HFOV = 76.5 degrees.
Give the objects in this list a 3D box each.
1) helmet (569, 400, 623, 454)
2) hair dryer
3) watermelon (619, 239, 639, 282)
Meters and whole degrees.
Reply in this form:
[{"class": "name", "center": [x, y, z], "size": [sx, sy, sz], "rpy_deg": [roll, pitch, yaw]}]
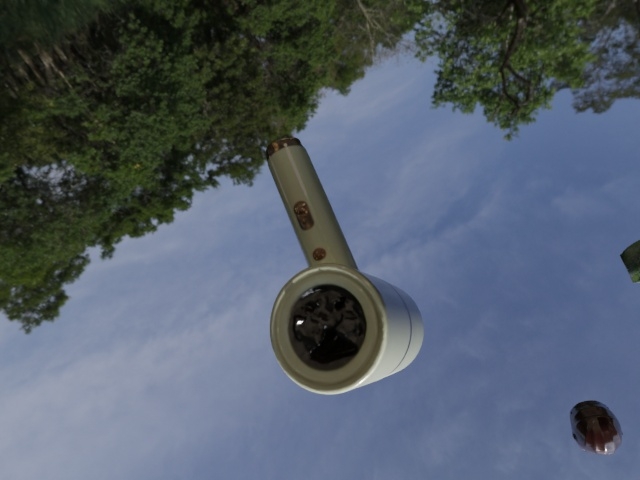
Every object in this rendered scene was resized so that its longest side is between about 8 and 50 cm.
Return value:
[{"class": "helmet", "center": [0.608, 0.419, 0.888], "size": [0.098, 0.070, 0.123], "rpy_deg": [-15, -97, 16]}, {"class": "hair dryer", "center": [0.000, 0.000, 0.518], "size": [0.128, 0.203, 0.362], "rpy_deg": [-29, -112, 17]}, {"class": "watermelon", "center": [0.691, 0.042, 0.864], "size": [0.084, 0.072, 0.092], "rpy_deg": [-8, -97, 27]}]
